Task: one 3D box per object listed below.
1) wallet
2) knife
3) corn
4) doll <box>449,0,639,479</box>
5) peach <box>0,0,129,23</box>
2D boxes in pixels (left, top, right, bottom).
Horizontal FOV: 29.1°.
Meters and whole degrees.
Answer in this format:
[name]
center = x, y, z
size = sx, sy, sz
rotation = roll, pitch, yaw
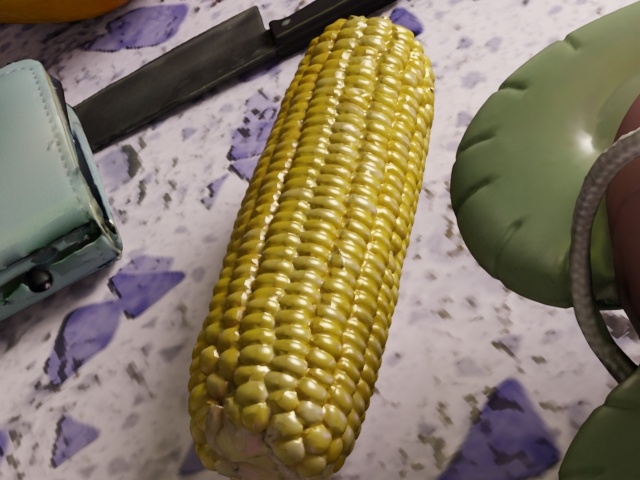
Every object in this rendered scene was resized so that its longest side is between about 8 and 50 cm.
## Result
[wallet]
center = -0.243, 0.007, 0.708
size = 0.250, 0.075, 0.176
rotation = -29, 43, 0
[knife]
center = -0.059, -0.122, 0.775
size = 0.245, 0.019, 0.072
rotation = -25, 39, 9
[corn]
center = 0.000, 0.000, 0.564
size = 0.081, 0.081, 0.248
rotation = -7, 46, 25
[doll]
center = 0.169, -0.018, 0.381
size = 0.268, 0.216, 0.284
rotation = -26, 42, 14
[peach]
center = -0.206, -0.288, 0.855
size = 0.289, 0.289, 0.308
rotation = -31, 1, -1
